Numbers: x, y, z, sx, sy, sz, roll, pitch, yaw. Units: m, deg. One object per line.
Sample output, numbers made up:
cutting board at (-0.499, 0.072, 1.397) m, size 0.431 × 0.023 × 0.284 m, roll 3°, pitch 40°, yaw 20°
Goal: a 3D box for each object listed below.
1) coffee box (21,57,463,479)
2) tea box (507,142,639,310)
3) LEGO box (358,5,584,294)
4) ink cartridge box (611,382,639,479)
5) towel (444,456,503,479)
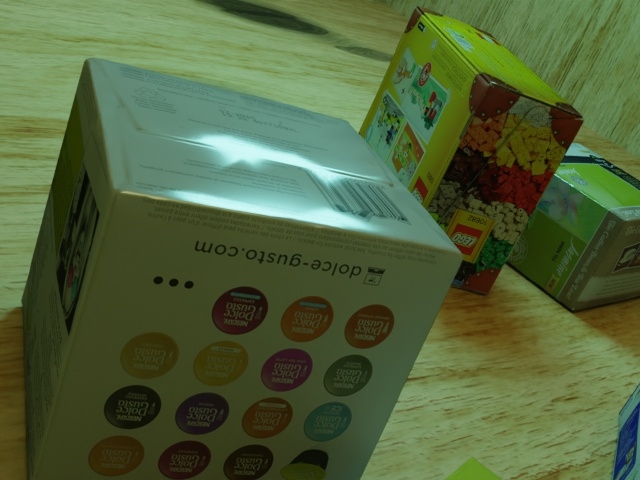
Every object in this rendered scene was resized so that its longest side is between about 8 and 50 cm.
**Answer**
coffee box at (-0.115, 0.047, 0.958) m, size 0.338 × 0.334 × 0.338 m, roll 10°, pitch 25°, yaw -25°
tea box at (0.536, -0.043, 1.875) m, size 0.329 × 0.219 × 0.323 m, roll -3°, pitch 35°, yaw -45°
LEGO box at (0.251, -0.194, 1.744) m, size 0.193 × 0.372 × 0.500 m, roll 16°, pitch 26°, yaw -18°
ink cartridge box at (0.468, 0.270, 1.235) m, size 0.065 × 0.165 × 0.333 m, roll 28°, pitch 26°, yaw 11°
towel at (0.257, 0.349, 1.063) m, size 0.237 × 0.021 × 0.102 m, roll 34°, pitch 20°, yaw 24°
